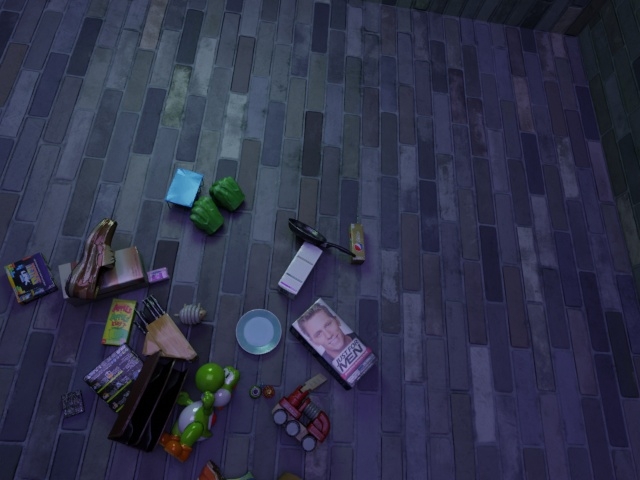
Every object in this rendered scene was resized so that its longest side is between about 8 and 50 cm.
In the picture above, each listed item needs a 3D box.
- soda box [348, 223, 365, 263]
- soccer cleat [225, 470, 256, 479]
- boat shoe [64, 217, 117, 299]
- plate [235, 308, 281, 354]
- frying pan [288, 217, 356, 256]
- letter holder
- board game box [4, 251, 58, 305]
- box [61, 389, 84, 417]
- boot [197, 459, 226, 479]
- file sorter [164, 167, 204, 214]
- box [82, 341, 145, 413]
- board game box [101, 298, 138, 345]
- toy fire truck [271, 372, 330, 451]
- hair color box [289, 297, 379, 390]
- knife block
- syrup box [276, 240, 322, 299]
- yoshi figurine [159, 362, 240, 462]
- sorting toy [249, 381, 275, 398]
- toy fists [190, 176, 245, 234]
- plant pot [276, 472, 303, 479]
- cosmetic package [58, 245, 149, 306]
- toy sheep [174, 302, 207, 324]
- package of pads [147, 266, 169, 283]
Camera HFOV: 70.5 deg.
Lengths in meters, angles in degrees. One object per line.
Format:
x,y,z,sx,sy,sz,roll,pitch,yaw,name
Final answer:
0.166,0.016,2.078,0.058,0.061,0.181,3,67,-8,soda box
-0.363,0.923,1.615,0.289,0.093,0.121,-19,41,-12,soccer cleat
-0.843,0.077,1.730,0.120,0.122,0.324,19,73,-6,boat shoe
-0.256,0.379,1.880,0.188,0.024,0.188,3,68,-8,plate
-0.009,-0.011,2.037,0.326,0.197,0.053,27,101,-21,frying pan
-0.587,0.563,1.596,0.152,0.214,0.302,31,53,-19,letter holder
-1.158,0.152,1.817,0.141,0.048,0.170,-28,74,-17,board game box
-0.919,0.606,1.681,0.067,0.018,0.083,-16,71,-15,box
-0.383,0.861,1.604,0.084,0.158,0.059,-47,121,-18,boot
-0.603,-0.215,2.029,0.118,0.104,0.170,15,66,-3,file sorter
-0.753,0.515,1.710,0.190,0.045,0.184,-44,97,-22,box
-0.797,0.328,1.804,0.092,0.043,0.181,7,67,-6,board game box
-0.037,0.646,1.752,0.217,0.158,0.246,40,78,9,toy fire truck
0.053,0.425,1.866,0.347,0.105,0.174,44,67,11,hair color box
-0.607,0.347,1.801,0.275,0.088,0.242,8,67,-5,knife block
-0.091,0.130,1.972,0.096,0.093,0.237,31,66,4,syrup box
-0.455,0.598,1.668,0.203,0.203,0.362,32,63,12,yoshi figurine
-0.230,0.591,1.785,0.102,0.042,0.061,1,67,-8,sorting toy
-0.465,-0.166,2.010,0.096,0.142,0.279,13,56,46,toy fists
-0.139,0.954,1.564,0.237,0.237,0.254,31,53,4,plant pot
-0.865,0.143,1.823,0.296,0.129,0.153,-17,72,-15,cosmetic package
-0.527,0.300,1.839,0.132,0.091,0.091,-6,68,3,toy sheep
-0.681,0.148,1.904,0.083,0.032,0.050,-16,70,-15,package of pads
